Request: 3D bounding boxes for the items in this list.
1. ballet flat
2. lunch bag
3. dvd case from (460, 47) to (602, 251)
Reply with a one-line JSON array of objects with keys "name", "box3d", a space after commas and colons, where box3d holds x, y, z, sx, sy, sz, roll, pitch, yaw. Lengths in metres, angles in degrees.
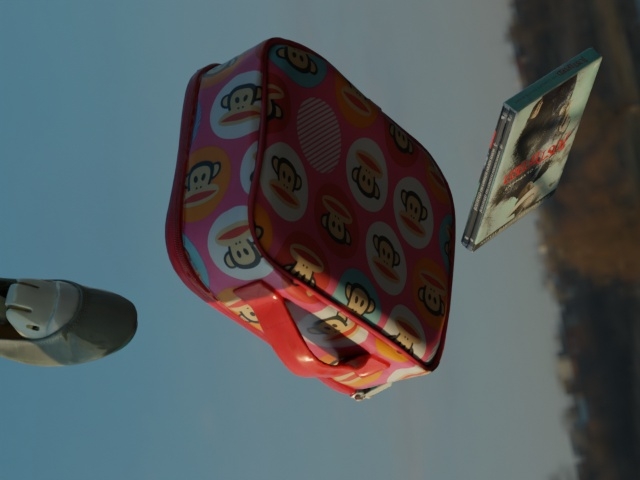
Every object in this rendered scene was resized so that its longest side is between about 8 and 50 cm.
[{"name": "ballet flat", "box3d": [-0.248, 0.059, 1.440, 0.068, 0.213, 0.072, 52, -133, -49]}, {"name": "lunch bag", "box3d": [0.000, 0.000, 1.512, 0.293, 0.120, 0.258, 38, -135, -42]}, {"name": "dvd case", "box3d": [0.129, -0.055, 1.104, 0.013, 0.087, 0.119, 39, 140, 23]}]
